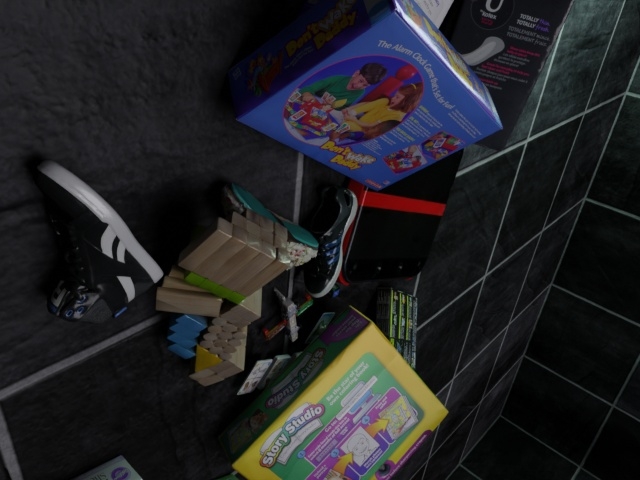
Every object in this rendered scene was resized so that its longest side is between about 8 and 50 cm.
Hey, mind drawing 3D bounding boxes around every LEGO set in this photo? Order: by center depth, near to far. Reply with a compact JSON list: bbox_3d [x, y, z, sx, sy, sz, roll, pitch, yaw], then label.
[{"bbox_3d":[-0.060,0.178,1.037,0.244,0.060,0.182,-58,152,12],"label":"LEGO set"}]

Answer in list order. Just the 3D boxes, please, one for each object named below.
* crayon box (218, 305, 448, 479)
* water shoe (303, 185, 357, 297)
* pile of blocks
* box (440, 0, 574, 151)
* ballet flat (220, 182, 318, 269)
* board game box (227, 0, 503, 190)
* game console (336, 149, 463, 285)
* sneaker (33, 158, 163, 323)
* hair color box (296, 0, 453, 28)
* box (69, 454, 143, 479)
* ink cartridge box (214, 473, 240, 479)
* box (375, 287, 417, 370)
[{"bbox_3d":[0.038,0.369,1.079,0.363,0.106,0.313,-44,116,-9],"label":"crayon box"},{"bbox_3d":[0.000,0.000,0.948,0.080,0.072,0.203,12,95,-55],"label":"water shoe"},{"bbox_3d":[-0.152,0.070,0.761,0.148,0.113,0.362,11,135,-15],"label":"pile of blocks"},{"bbox_3d":[0.285,-0.319,0.928,0.143,0.165,0.271,-78,-176,-55],"label":"box"},{"bbox_3d":[-0.084,-0.006,0.819,0.077,0.091,0.241,-41,145,11],"label":"ballet flat"},{"bbox_3d":[0.079,-0.192,0.749,0.233,0.078,0.347,-25,155,29],"label":"board game box"},{"bbox_3d":[0.162,-0.073,1.132,0.386,0.060,0.342,1,108,-54],"label":"game console"},{"bbox_3d":[-0.266,0.022,0.590,0.121,0.079,0.217,-49,147,-20],"label":"sneaker"},{"bbox_3d":[0.123,-0.404,0.770,0.339,0.110,0.185,-60,148,3],"label":"hair color box"},{"bbox_3d":[-0.397,0.396,0.711,0.324,0.067,0.063,-12,124,-48],"label":"box"},{"bbox_3d":[-0.242,0.558,1.015,0.219,0.092,0.160,14,103,-56],"label":"ink cartridge box"},{"bbox_3d":[0.188,0.222,1.317,0.184,0.045,0.191,21,69,-56],"label":"box"}]
